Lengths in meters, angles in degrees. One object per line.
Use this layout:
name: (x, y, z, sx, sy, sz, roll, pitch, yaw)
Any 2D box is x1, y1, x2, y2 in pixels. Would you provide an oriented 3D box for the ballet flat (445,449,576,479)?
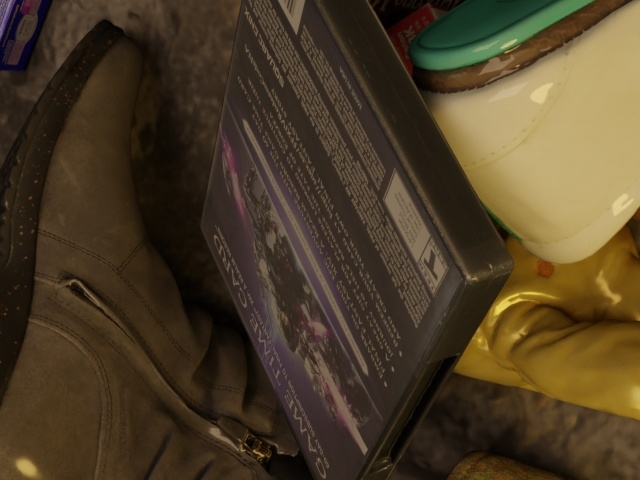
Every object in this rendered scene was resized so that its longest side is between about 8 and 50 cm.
ballet flat: (0.010, 0.211, 0.679, 0.123, 0.348, 0.123, 29, 133, 36)

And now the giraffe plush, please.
giraffe plush: (0.130, -0.005, 0.691, 0.210, 0.181, 0.171, 13, 87, 10)

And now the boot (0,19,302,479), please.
boot: (-0.101, 0.038, 0.819, 0.222, 0.338, 0.118, 23, 145, -15)

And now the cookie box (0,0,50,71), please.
cookie box: (-0.237, -0.178, 0.926, 0.107, 0.040, 0.092, 30, 106, 21)

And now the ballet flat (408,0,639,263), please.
ballet flat: (0.220, -0.125, 0.613, 0.400, 0.139, 0.139, -33, 76, -11)

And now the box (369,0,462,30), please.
box: (0.083, -0.295, 0.678, 0.143, 0.191, 0.381, 42, 110, 17)

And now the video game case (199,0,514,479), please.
video game case: (0.000, 0.000, 0.644, 0.274, 0.026, 0.196, 107, 141, -59)

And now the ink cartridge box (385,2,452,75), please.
ink cartridge box: (0.034, -0.072, 0.765, 0.135, 0.099, 0.056, -29, 80, 24)
